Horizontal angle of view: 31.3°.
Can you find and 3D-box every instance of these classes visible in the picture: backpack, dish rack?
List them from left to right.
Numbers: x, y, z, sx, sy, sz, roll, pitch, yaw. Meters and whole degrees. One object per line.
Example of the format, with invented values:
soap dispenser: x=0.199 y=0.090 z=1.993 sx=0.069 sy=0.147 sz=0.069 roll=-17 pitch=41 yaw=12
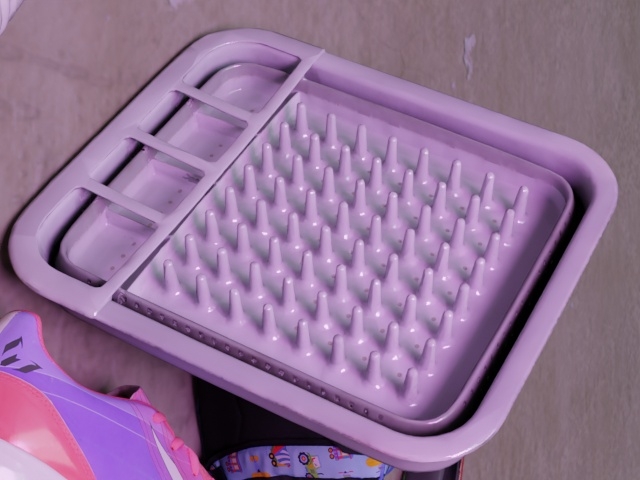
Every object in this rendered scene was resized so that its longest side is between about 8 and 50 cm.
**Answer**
backpack: x=-0.004 y=0.113 z=0.827 sx=0.117 sy=0.173 sz=0.158 roll=-12 pitch=98 yaw=-49
dish rack: x=0.000 y=0.000 z=0.756 sx=0.285 sy=0.333 sz=0.072 roll=-53 pitch=156 yaw=-36

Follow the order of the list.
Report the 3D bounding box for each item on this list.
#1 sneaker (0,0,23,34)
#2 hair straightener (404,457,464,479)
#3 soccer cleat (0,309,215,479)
sneaker: x=-0.220 y=-0.250 z=0.610 sx=0.131 sy=0.112 sz=0.296 roll=-64 pitch=158 yaw=-48
hair straightener: x=0.106 y=0.156 z=1.051 sx=0.089 sy=0.047 sz=0.230 roll=33 pitch=65 yaw=-45
soccer cleat: x=-0.114 y=0.164 z=0.755 sx=0.318 sy=0.109 sz=0.116 roll=41 pitch=56 yaw=-38
